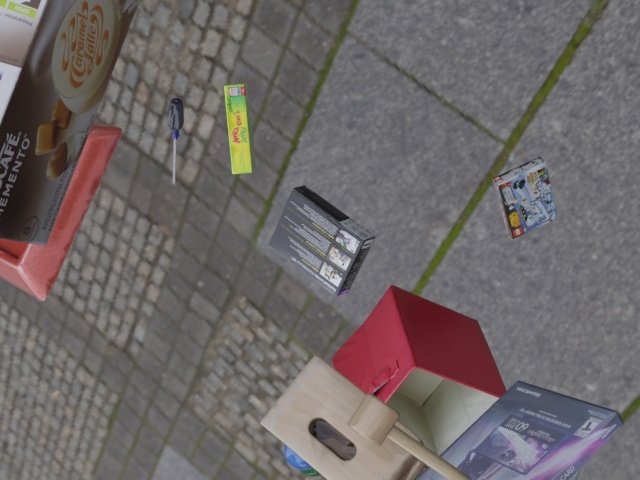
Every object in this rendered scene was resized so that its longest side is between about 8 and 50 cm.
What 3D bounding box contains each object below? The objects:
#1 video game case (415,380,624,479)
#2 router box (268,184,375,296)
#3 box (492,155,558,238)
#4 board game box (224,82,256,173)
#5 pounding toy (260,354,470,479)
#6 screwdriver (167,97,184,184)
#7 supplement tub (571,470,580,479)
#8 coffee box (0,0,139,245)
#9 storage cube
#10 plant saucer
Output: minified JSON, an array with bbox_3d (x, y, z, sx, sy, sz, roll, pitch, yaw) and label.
[{"bbox_3d":[0.207,0.281,1.243,0.026,0.274,0.196,57,161,-17],"label":"video game case"},{"bbox_3d":[0.000,0.000,1.939,0.179,0.046,0.133,37,118,22],"label":"router box"},{"bbox_3d":[0.366,-0.075,1.846,0.027,0.094,0.137,-117,3,-49],"label":"box"},{"bbox_3d":[-0.167,-0.235,2.165,0.043,0.092,0.181,-4,100,2],"label":"board game box"},{"bbox_3d":[0.038,0.197,0.941,0.181,0.094,0.206,37,171,20],"label":"pounding toy"},{"bbox_3d":[-0.215,-0.143,1.555,0.025,0.024,0.170,22,138,17],"label":"screwdriver"},{"bbox_3d":[0.294,0.371,1.877,0.316,0.193,0.193,40,137,0],"label":"supplement tub"},{"bbox_3d":[-0.259,-0.130,0.874,0.098,0.141,0.247,21,89,16],"label":"coffee box"},{"bbox_3d":[0.155,0.222,1.648,0.215,0.193,0.184,22,120,-25],"label":"storage cube"},{"bbox_3d":[-0.414,-0.069,1.480,0.047,0.259,0.258,27,174,-42],"label":"plant saucer"}]
